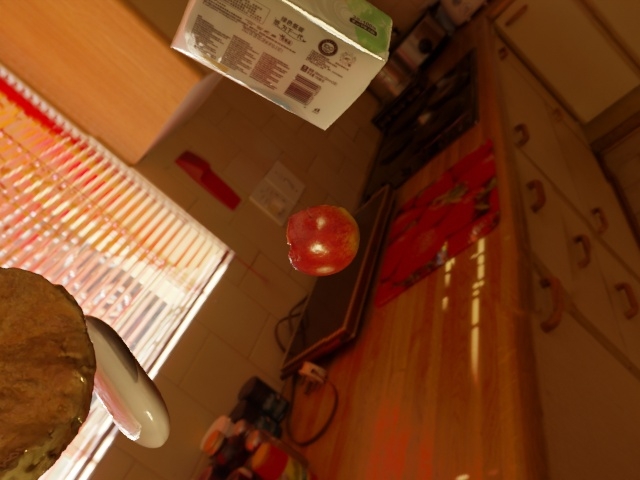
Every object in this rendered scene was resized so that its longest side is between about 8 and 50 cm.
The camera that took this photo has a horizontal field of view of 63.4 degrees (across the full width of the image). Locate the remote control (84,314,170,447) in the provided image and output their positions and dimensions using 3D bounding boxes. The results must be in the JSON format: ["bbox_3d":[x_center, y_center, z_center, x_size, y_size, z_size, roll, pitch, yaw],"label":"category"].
[{"bbox_3d":[-0.435,0.303,1.118,0.103,0.332,0.221,-35,-3,-38],"label":"remote control"}]

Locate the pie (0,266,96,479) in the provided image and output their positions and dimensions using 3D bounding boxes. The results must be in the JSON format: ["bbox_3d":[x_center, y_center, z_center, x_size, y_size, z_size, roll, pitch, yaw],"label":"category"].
[{"bbox_3d":[-0.419,0.139,0.577,0.083,0.339,0.339,-50,10,33],"label":"pie"}]

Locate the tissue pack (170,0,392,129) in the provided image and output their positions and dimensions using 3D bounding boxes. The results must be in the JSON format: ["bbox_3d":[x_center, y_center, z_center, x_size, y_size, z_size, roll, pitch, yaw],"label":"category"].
[{"bbox_3d":[-0.043,-0.277,0.652,0.159,0.229,0.145,-38,34,54],"label":"tissue pack"}]

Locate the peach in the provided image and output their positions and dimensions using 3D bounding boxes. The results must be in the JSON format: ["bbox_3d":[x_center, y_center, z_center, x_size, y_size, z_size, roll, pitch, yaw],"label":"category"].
[{"bbox_3d":[0.006,0.001,0.915,0.151,0.151,0.118,-47,25,9],"label":"peach"}]
